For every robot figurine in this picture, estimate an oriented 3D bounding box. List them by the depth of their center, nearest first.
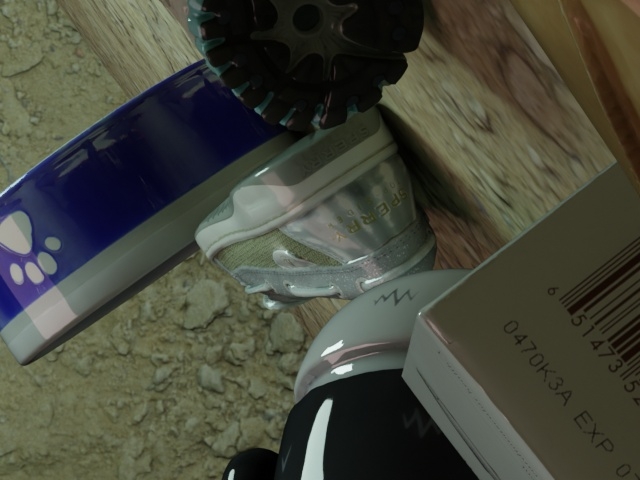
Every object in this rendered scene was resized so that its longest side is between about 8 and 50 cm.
[{"bbox_3d":[0.059,0.149,0.808,0.209,0.278,0.173,15,150,-10],"label":"robot figurine"}]

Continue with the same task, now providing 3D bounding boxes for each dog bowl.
[{"bbox_3d":[-0.140,-0.024,1.308,0.104,0.265,0.265,55,174,-1],"label":"dog bowl"}]

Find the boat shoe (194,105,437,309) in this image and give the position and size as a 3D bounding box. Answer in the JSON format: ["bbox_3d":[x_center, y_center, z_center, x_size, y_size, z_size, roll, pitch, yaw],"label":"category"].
[{"bbox_3d":[0.002,-0.002,1.075,0.103,0.118,0.320,57,168,1],"label":"boat shoe"}]

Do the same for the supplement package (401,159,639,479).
[{"bbox_3d":[0.100,0.045,0.597,0.105,0.105,0.179,51,175,9],"label":"supplement package"}]

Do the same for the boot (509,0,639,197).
[{"bbox_3d":[0.138,0.041,0.362,0.269,0.089,0.236,57,172,-30],"label":"boot"}]

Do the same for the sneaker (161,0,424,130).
[{"bbox_3d":[-0.071,-0.165,0.689,0.283,0.110,0.122,57,176,-38],"label":"sneaker"}]
